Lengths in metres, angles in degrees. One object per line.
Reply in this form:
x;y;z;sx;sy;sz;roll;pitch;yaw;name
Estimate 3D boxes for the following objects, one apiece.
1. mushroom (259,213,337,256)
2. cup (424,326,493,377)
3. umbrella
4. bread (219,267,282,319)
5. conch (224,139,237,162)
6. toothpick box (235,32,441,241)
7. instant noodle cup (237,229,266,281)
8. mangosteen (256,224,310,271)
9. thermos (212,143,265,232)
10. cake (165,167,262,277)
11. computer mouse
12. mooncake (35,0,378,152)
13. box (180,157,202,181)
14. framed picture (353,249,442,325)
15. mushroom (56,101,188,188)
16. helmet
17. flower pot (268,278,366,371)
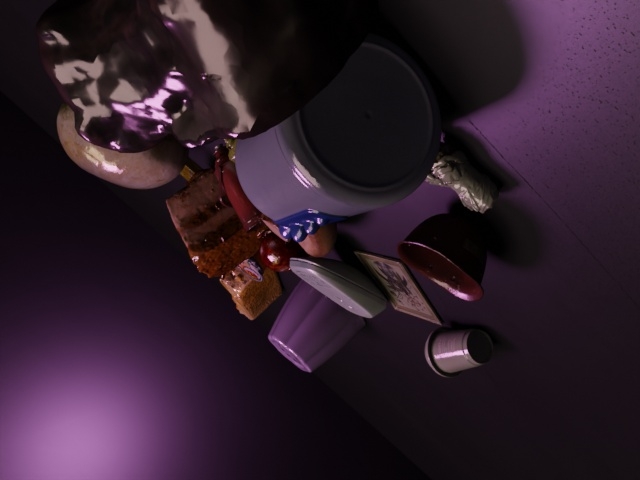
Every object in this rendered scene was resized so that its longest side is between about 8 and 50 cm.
-0.066;-0.078;1.265;0.278;0.146;0.278;45;170;10;mushroom
0.320;0.249;1.291;0.120;0.120;0.141;43;149;-5;cup
0.201;-0.099;0.838;0.143;0.067;0.062;36;-170;-2;umbrella
-0.250;0.165;2.077;0.114;0.185;0.275;39;162;26;bread
-0.187;-0.218;1.336;0.121;0.074;0.089;29;-174;-37;conch
-0.005;-0.131;0.869;0.263;0.263;0.354;46;162;-12;toothpick box
-0.214;0.026;1.791;0.208;0.125;0.178;19;151;47;instant noodle cup
-0.096;-0.007;1.523;0.145;0.182;0.156;-5;170;2;mangosteen
-0.199;-0.144;1.416;0.124;0.099;0.232;-31;86;31;thermos
-0.317;-0.067;1.599;0.293;0.198;0.196;56;179;21;cake
0.056;0.104;1.459;0.288;0.097;0.159;38;165;-26;computer mouse
-0.127;-0.265;0.649;0.381;0.351;0.212;-11;123;32;mooncake
-0.382;-0.192;1.793;0.193;0.030;0.121;41;161;4;box
0.192;0.115;1.383;0.173;0.010;0.231;13;145;55;framed picture
-0.539;-0.285;1.549;0.352;0.260;0.352;21;179;1;mushroom
0.229;0.018;0.963;0.175;0.106;0.155;42;164;-18;helmet
-0.024;0.283;1.813;0.265;0.243;0.265;34;161;13;flower pot
